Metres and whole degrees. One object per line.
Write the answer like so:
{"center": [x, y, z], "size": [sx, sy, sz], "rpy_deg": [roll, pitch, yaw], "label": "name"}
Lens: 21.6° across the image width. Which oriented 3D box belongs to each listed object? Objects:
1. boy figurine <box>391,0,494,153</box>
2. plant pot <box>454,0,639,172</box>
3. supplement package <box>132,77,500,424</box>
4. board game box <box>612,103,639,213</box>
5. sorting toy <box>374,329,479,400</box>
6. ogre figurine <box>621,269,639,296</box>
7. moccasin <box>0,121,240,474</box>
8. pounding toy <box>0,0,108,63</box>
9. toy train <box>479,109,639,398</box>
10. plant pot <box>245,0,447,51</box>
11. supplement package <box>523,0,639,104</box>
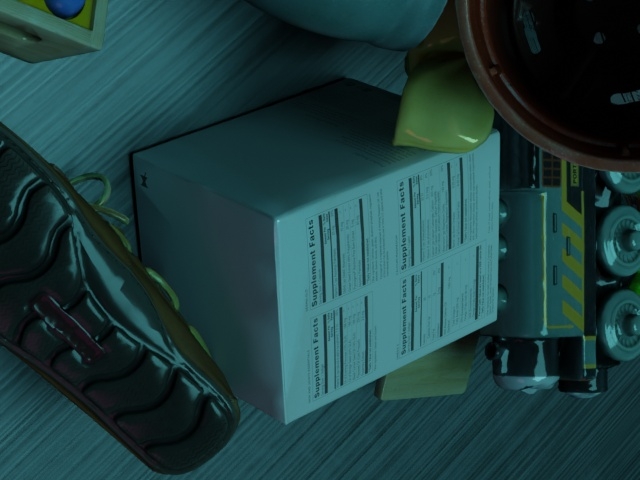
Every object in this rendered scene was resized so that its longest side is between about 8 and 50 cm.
{"center": [0.093, -0.190, 1.475], "size": [0.092, 0.285, 0.177], "rpy_deg": [-2, 152, -4], "label": "boy figurine"}
{"center": [0.256, -0.199, 1.413], "size": [0.265, 0.272, 0.272], "rpy_deg": [-38, 145, -81], "label": "plant pot"}
{"center": [0.000, 0.000, 1.506], "size": [0.263, 0.199, 0.198], "rpy_deg": [-23, 122, -36], "label": "supplement package"}
{"center": [0.326, -0.081, 1.854], "size": [0.026, 0.103, 0.154], "rpy_deg": [-36, 129, -27], "label": "board game box"}
{"center": [0.101, 0.095, 1.755], "size": [0.274, 0.046, 0.132], "rpy_deg": [0, 107, -44], "label": "sorting toy"}
{"center": [0.392, 0.075, 1.993], "size": [0.197, 0.097, 0.118], "rpy_deg": [5, 92, -56], "label": "ogre figurine"}
{"center": [-0.205, 0.026, 1.365], "size": [0.139, 0.147, 0.380], "rpy_deg": [-44, 115, 6], "label": "moccasin"}
{"center": [-0.246, -0.182, 1.222], "size": [0.181, 0.094, 0.206], "rpy_deg": [19, 72, -46], "label": "pounding toy"}
{"center": [0.242, 0.000, 1.747], "size": [0.190, 0.142, 0.334], "rpy_deg": [1, 90, -37], "label": "toy train"}
{"center": [-0.016, -0.303, 1.335], "size": [0.196, 0.293, 0.293], "rpy_deg": [1, 108, -17], "label": "plant pot"}
{"center": [0.305, -0.259, 1.687], "size": [0.194, 0.203, 0.149], "rpy_deg": [-46, 133, -21], "label": "supplement package"}
